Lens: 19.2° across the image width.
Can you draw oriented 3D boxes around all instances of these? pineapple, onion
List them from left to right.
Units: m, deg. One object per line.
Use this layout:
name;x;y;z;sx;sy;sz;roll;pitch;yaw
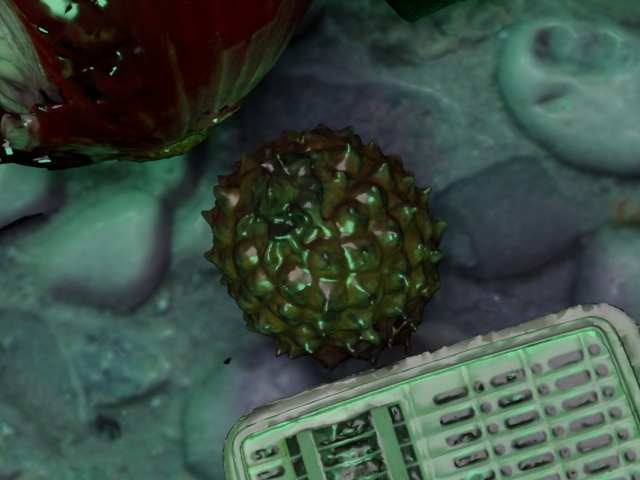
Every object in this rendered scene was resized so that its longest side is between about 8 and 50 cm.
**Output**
onion;-0.146;-0.204;1.243;0.341;0.341;0.341;-2;78;8
pineapple;0.000;0.000;1.238;0.166;0.193;0.166;-8;67;20

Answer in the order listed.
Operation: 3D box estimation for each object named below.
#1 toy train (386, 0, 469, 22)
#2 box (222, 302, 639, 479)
toy train;0.105;-0.336;1.322;0.253;0.160;0.397;-23;76;10
box;0.092;0.176;1.207;0.290;0.166;0.220;-18;77;4
